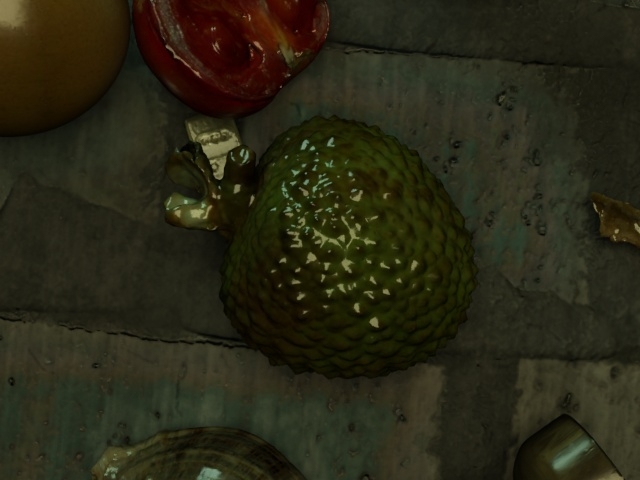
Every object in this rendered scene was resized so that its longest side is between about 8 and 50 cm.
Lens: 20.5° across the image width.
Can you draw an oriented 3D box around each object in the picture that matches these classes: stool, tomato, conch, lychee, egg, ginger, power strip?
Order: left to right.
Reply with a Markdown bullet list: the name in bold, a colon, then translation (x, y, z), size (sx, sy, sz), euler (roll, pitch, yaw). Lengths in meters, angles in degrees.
- **egg**: translation (-0.356, -0.239, 1.846), size (0.322, 0.250, 0.250), euler (15, 83, 12)
- **tomato**: translation (-0.114, -0.228, 1.909), size (0.200, 0.139, 0.233), euler (50, 50, -4)
- **conch**: translation (-0.108, 0.294, 1.825), size (0.291, 0.159, 0.210), euler (38, 77, 7)
- **power strip**: translation (-0.108, -0.086, 1.945), size (0.056, 0.032, 0.123), euler (-18, 84, -5)
- **lychee**: translation (0.010, 0.005, 1.831), size (0.320, 0.270, 0.270), euler (38, 82, -36)
- **stool**: translation (0.198, 0.327, 1.836), size (0.264, 0.179, 0.179), euler (-34, 86, -4)
- **ginger**: translation (0.349, -0.011, 1.949), size (0.137, 0.044, 0.057), euler (28, 39, -7)
